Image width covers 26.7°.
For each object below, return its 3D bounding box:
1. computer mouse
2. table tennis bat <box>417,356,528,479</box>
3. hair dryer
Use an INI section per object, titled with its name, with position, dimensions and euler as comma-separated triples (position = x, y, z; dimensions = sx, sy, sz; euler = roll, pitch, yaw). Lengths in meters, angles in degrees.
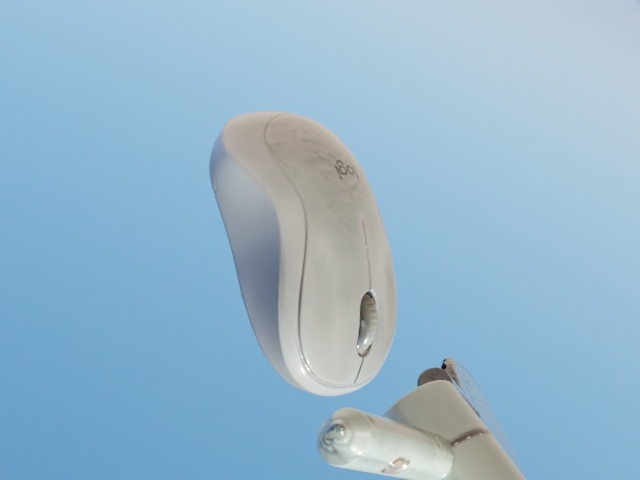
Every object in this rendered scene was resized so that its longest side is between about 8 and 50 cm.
[computer mouse]
position = 0.000, 0.000, 1.327
dimensions = 0.184, 0.121, 0.296
euler = 6, -119, -54
[table tennis bat]
position = 0.129, 0.152, 1.111
dimensions = 0.236, 0.027, 0.150
euler = 44, -161, -59
[hair dryer]
position = 0.042, 0.097, 0.582
dimensions = 0.137, 0.047, 0.082
euler = 27, -158, -55
